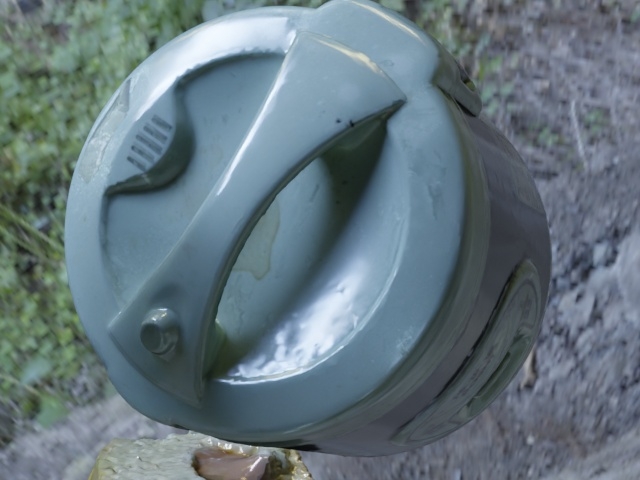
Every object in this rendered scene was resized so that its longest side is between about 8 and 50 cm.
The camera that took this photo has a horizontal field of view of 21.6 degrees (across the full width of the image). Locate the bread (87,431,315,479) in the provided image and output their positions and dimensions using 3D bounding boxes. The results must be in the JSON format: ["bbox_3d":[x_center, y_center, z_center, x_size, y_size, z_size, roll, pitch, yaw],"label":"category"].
[{"bbox_3d":[-0.100,0.271,1.431,0.183,0.224,0.211,-11,99,-17],"label":"bread"}]

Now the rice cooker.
[{"bbox_3d":[0.000,0.000,1.083,0.288,0.277,0.288,-4,78,19],"label":"rice cooker"}]
